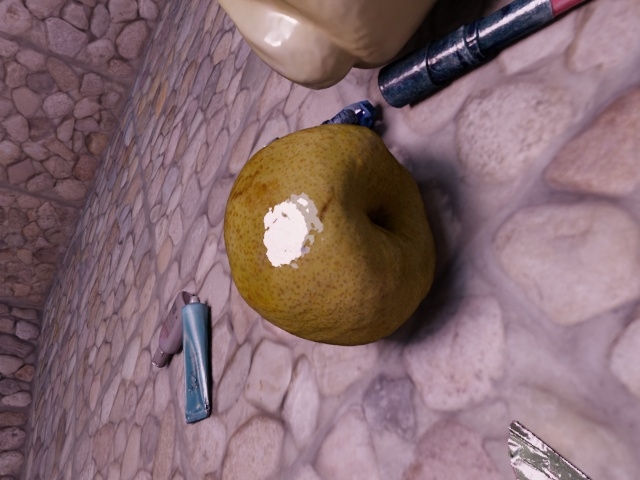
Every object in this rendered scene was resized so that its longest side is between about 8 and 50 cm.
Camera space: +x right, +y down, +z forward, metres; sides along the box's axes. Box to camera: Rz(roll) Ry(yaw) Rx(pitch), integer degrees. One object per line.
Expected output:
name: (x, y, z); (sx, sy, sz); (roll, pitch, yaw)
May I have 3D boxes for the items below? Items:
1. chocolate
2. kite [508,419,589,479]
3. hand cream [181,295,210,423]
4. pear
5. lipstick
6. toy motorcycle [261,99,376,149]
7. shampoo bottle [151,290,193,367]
chocolate: (-0.005, -0.348, 0.551); (0.297, 0.313, 0.326); (-51, 40, 17)
kite: (0.155, 0.251, 0.356); (0.250, 0.012, 0.230); (-29, 52, 48)
hand cream: (-0.227, 0.210, 0.899); (0.083, 0.048, 0.225); (-34, 55, 40)
pear: (0.000, 0.000, 0.523); (0.211, 0.188, 0.229); (-24, 70, 43)
lipstick: (0.160, -0.210, 0.514); (0.234, 0.053, 0.054); (-19, 61, 49)
toy motorcycle: (-0.029, -0.097, 0.686); (0.254, 0.092, 0.135); (-40, 1, 29)
shampoo bottle: (-0.300, 0.187, 1.009); (0.165, 0.040, 0.080); (-62, 36, 17)
